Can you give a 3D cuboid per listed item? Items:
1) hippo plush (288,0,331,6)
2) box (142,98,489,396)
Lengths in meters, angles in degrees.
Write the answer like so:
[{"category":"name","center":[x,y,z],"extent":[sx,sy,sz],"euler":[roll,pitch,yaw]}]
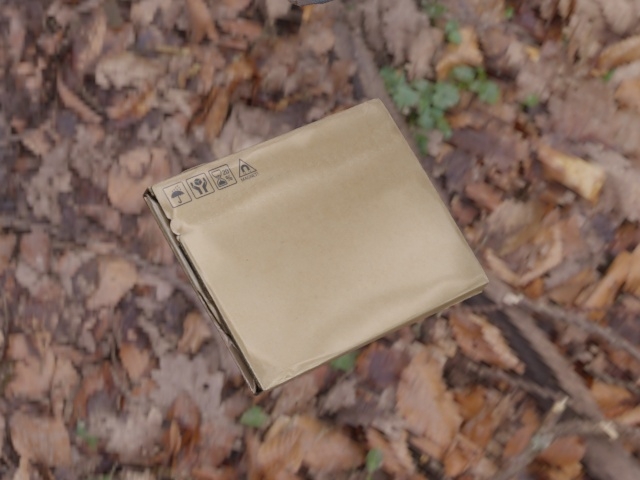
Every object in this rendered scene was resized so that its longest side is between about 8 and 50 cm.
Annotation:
[{"category":"hippo plush","center":[0.074,-0.252,0.605],"extent":[0.294,0.234,0.236],"euler":[-14,83,-21]},{"category":"box","center":[0.000,0.000,1.061],"extent":[0.201,0.021,0.164],"euler":[-23,77,-29]}]
